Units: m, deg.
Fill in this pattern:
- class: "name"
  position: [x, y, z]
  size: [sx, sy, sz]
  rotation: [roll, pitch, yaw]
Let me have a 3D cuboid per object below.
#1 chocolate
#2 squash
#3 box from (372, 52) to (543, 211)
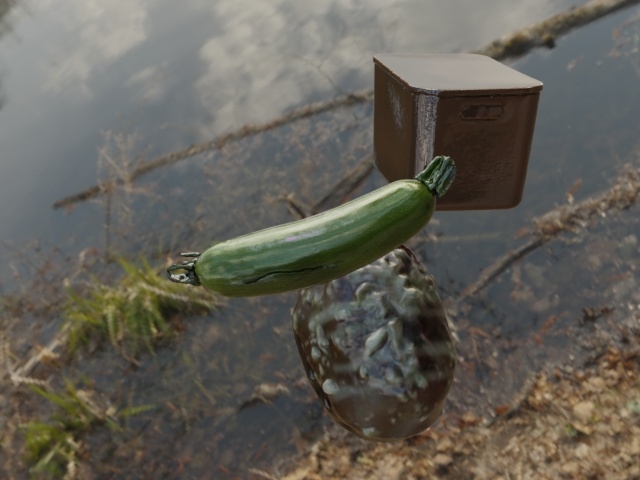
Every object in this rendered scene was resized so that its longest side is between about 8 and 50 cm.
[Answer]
- class: "chocolate"
  position: [0.096, 0.145, 1.569]
  size: [0.225, 0.210, 0.340]
  rotation: [-11, 72, -23]
- class: "squash"
  position: [0.002, 0.002, 1.009]
  size: [0.319, 0.080, 0.071]
  rotation: [-21, 11, -7]
- class: "box"
  position: [0.237, -0.209, 1.836]
  size: [0.239, 0.229, 0.339]
  rotation: [-1, 20, -12]
